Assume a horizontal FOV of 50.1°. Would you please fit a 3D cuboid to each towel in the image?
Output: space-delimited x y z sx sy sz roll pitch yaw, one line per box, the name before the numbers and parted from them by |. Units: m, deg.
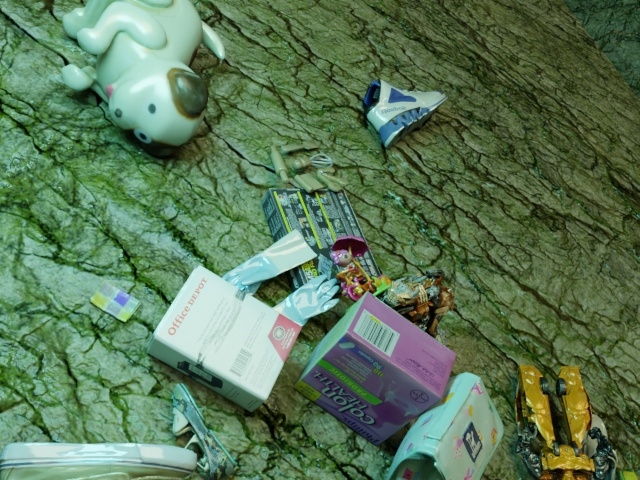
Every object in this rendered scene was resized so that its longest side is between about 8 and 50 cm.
towel | -0.395 0.117 1.315 0.083 0.009 0.060 34 44 -3

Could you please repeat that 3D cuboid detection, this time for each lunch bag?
lunch bag | 0.228 0.398 1.272 0.160 0.262 0.223 26 43 22

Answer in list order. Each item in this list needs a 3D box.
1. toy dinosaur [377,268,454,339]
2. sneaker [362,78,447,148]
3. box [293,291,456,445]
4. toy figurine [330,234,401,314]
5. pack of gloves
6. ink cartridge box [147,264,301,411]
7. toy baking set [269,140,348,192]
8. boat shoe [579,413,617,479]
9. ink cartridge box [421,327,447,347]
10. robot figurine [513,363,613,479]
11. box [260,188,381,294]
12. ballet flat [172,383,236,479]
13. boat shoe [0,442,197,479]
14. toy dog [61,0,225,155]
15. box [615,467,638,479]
toy dinosaur | 0.219 0.155 1.479 0.321 0.218 0.164 18 22 -37
sneaker | 0.235 -0.411 2.031 0.182 0.127 0.315 48 48 7
box | 0.101 0.256 1.341 0.213 0.243 0.117 36 45 -2
toy figurine | 0.073 0.065 1.484 0.173 0.130 0.159 -18 69 -49
pack of gloves | -0.083 0.098 1.442 0.232 0.046 0.195 -34 73 -22
ink cartridge box | -0.183 0.187 1.307 0.237 0.100 0.172 31 56 -6
toy baking set | -0.037 -0.186 1.732 0.196 0.030 0.256 8 34 -29
boat shoe | 0.637 0.507 1.577 0.096 0.088 0.267 35 45 -2
ink cartridge box | 0.262 0.254 1.590 0.062 0.029 0.115 20 47 -17
robot figurine | 0.540 0.423 1.561 0.211 0.085 0.291 1 51 4
box | 0.000 0.000 1.612 0.216 0.060 0.270 -3 58 -32
ballet flat | -0.223 0.341 1.208 0.070 0.070 0.188 -23 67 -41
boat shoe | -0.350 0.374 1.091 0.302 0.109 0.094 5 68 -17
toy dog | -0.394 -0.390 1.570 0.395 0.284 0.408 16 48 -44
box | 0.676 0.582 1.494 0.043 0.105 0.179 7 12 10
